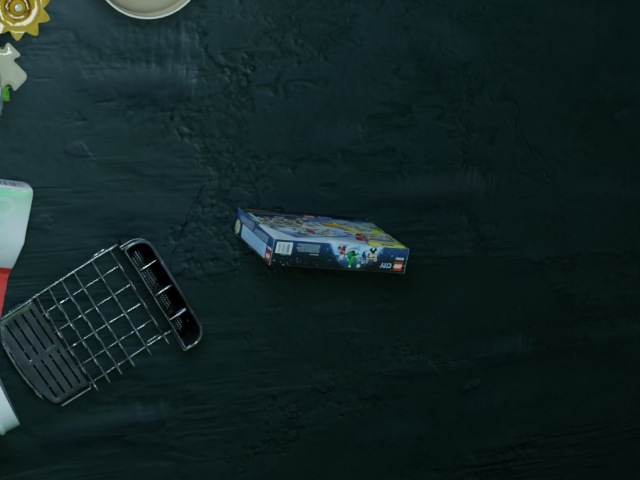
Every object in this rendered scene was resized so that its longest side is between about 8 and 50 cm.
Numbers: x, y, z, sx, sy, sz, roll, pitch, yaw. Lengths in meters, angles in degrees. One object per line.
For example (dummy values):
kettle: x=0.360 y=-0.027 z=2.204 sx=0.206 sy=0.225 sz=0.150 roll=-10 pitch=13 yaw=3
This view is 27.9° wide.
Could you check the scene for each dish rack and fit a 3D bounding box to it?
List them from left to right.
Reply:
dish rack: x=-0.341 y=0.131 z=1.964 sx=0.272 sy=0.074 sz=0.208 roll=-33 pitch=119 yaw=-9

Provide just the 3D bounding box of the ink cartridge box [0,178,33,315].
ink cartridge box: x=-0.524 y=0.015 z=1.847 sx=0.181 sy=0.056 sz=0.224 roll=6 pitch=105 yaw=-26

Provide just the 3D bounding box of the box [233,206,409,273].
box: x=0.000 y=0.000 z=2.017 sx=0.233 sy=0.159 sz=0.044 roll=4 pitch=106 yaw=-26

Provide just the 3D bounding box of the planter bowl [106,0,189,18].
planter bowl: x=-0.250 y=-0.395 z=1.776 sx=0.162 sy=0.109 sz=0.162 roll=-9 pitch=112 yaw=-21

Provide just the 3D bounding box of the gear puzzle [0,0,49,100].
gear puzzle: x=-0.495 y=-0.225 z=1.690 sx=0.339 sy=0.044 sz=0.175 roll=-46 pitch=112 yaw=-2

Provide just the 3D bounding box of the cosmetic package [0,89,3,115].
cosmetic package: x=-0.515 y=-0.342 z=1.564 sx=0.217 sy=0.156 sz=0.384 roll=-5 pitch=89 yaw=-13

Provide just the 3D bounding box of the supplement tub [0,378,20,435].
supplement tub: x=-0.605 y=0.241 z=1.796 sx=0.316 sy=0.228 sz=0.228 roll=-26 pitch=118 yaw=-14
